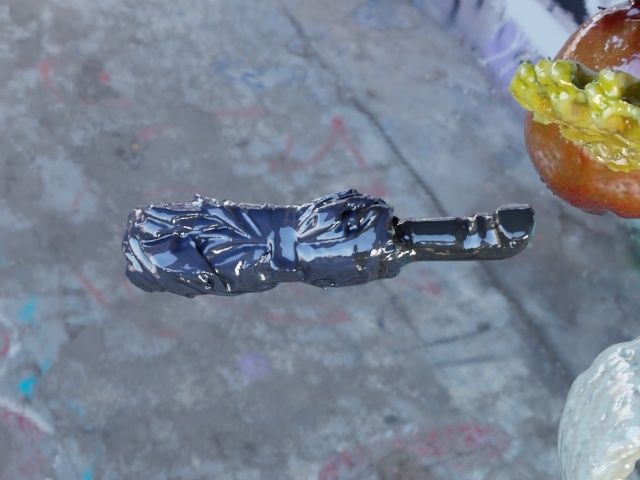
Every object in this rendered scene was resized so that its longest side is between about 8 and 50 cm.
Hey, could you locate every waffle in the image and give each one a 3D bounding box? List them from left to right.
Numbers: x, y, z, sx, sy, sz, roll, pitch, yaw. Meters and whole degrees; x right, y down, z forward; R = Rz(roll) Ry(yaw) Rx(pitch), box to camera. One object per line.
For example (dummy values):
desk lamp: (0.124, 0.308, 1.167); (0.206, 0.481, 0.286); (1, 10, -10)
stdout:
waffle: (0.317, -0.086, 1.064); (0.307, 0.060, 0.312); (23, 2, 14)

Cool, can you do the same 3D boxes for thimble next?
thimble: (0.445, 0.276, 1.491); (0.291, 0.292, 0.195); (14, 24, -7)

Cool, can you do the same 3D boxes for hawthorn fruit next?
hawthorn fruit: (0.428, -0.170, 1.581); (0.295, 0.311, 0.295); (25, 28, -14)

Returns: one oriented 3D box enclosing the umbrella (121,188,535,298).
umbrella: (0.001, 0.006, 0.710); (0.248, 0.071, 0.071); (1, 41, 9)
